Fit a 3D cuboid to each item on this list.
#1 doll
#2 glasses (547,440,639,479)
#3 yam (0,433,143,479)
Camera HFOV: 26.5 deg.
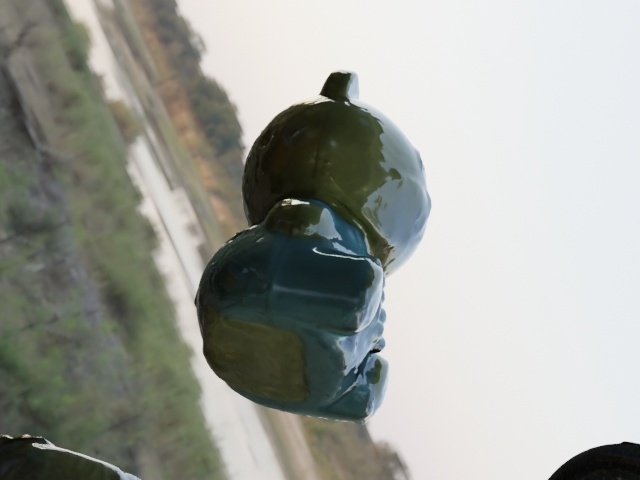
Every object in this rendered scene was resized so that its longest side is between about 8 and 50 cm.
[{"bbox_3d":[0.000,0.000,1.104,0.177,0.161,0.260,81,22,-47],"label":"doll"},{"bbox_3d":[0.245,0.161,0.613,0.268,0.234,0.118,14,81,-49],"label":"glasses"},{"bbox_3d":[-0.120,0.228,0.315,0.083,0.083,0.371,69,34,-59],"label":"yam"}]
